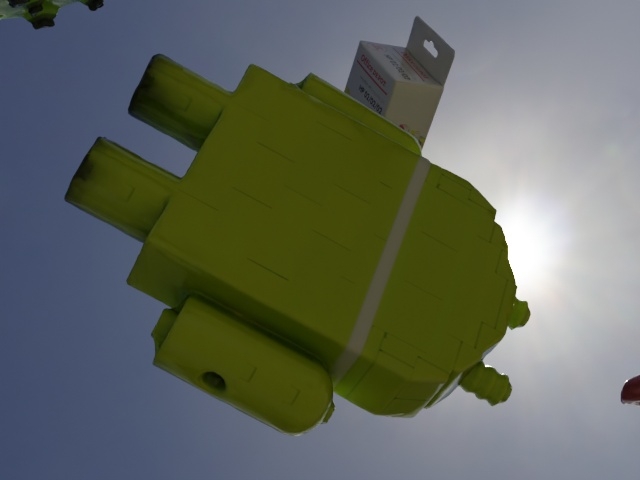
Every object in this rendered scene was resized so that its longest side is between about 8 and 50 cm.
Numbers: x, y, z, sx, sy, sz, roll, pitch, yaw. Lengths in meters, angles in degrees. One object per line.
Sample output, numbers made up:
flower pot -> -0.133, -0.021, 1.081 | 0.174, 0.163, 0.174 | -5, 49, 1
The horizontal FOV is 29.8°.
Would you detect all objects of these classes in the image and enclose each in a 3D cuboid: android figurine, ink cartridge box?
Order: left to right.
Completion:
android figurine -> 0.000, 0.000, 0.690 | 0.272, 0.056, 0.248 | 28, -135, -7
ink cartridge box -> 0.070, -0.141, 1.274 | 0.061, 0.104, 0.181 | 4, -60, -26

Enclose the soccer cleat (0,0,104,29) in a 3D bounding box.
soccer cleat -> -0.172, -0.126, 0.527 | 0.060, 0.178, 0.072 | 133, 127, -84

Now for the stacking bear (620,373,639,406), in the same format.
stacking bear -> 0.419, 0.029, 1.275 | 0.175, 0.164, 0.289 | 12, -108, -35
